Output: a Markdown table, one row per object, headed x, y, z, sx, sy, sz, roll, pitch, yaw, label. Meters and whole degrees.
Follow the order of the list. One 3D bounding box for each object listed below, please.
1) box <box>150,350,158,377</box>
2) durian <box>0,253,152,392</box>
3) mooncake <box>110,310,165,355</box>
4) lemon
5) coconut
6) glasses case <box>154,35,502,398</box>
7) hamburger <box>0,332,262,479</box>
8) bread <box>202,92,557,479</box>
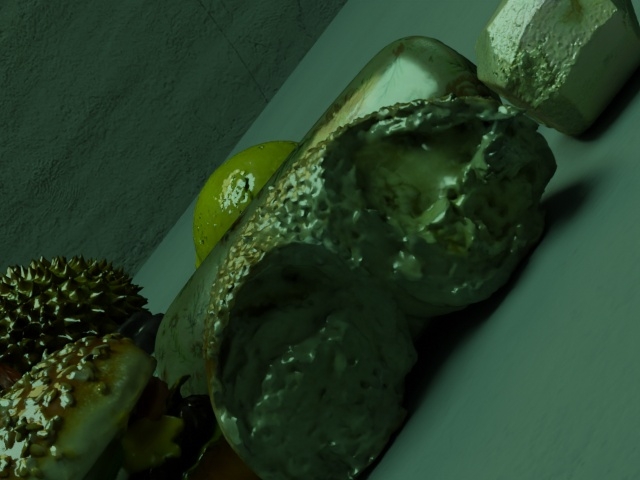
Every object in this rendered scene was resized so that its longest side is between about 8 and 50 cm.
| x | y | z | sx | sy | sz | roll | pitch | yaw | label |
| --- | --- | --- | --- | --- | --- | --- | --- | --- | --- |
| -0.154 | 0.176 | 1.504 | 0.124 | 0.093 | 0.172 | -44 | 12 | 41 | box |
| -0.433 | 0.188 | 2.149 | 0.384 | 0.348 | 0.347 | -22 | 1 | -17 | durian |
| -0.263 | 0.212 | 1.749 | 0.283 | 0.141 | 0.283 | -48 | 9 | 10 | mooncake |
| -0.041 | -0.019 | 1.454 | 0.206 | 0.173 | 0.173 | -39 | 16 | 35 | lemon |
| 0.187 | -0.152 | 1.064 | 0.122 | 0.116 | 0.116 | -56 | 10 | 2 | coconut |
| 0.000 | 0.000 | 1.288 | 0.425 | 0.098 | 0.156 | -50 | 53 | 15 | glasses case |
| -0.192 | 0.214 | 1.168 | 0.291 | 0.225 | 0.291 | -50 | 7 | 8 | hamburger |
| 0.026 | 0.016 | 1.036 | 0.314 | 0.171 | 0.192 | -51 | 14 | 2 | bread |
